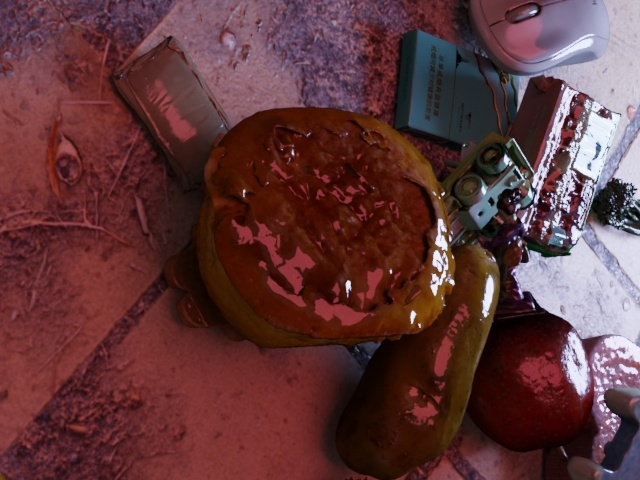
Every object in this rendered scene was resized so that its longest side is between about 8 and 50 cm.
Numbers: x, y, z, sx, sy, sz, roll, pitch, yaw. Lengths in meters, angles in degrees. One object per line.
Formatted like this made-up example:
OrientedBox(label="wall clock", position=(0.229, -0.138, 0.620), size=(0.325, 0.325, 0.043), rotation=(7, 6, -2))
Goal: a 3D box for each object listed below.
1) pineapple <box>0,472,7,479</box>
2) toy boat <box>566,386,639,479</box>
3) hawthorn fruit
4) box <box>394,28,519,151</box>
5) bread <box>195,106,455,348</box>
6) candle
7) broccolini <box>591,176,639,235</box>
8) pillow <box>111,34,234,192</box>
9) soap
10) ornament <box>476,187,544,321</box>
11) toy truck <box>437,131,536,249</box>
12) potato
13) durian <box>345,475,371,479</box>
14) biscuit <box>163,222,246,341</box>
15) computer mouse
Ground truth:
OrientedBox(label="pineapple", position=(-0.468, 0.368, 1.497), size=(0.286, 0.209, 0.344), rotation=(44, 28, 9))
OrientedBox(label="toy boat", position=(0.516, 0.358, 2.106), size=(0.330, 0.123, 0.215), rotation=(30, 82, -23))
OrientedBox(label="hawthorn fruit", position=(0.316, 0.228, 2.071), size=(0.215, 0.215, 0.250), rotation=(-32, 105, -37))
OrientedBox(label="box", position=(0.222, -0.226, 2.178), size=(0.229, 0.041, 0.162), rotation=(15, 74, -35))
OrientedBox(label="bread", position=(-0.003, -0.001, 1.798), size=(0.358, 0.204, 0.337), rotation=(3, 59, -28))
OrientedBox(label="candle", position=(0.494, 0.319, 2.225), size=(0.287, 0.131, 0.317), rotation=(12, 75, -37))
OrientedBox(label="broccolini", position=(0.544, -0.041, 2.391), size=(0.202, 0.068, 0.091), rotation=(34, 74, -44))
OrientedBox(label="pillow", position=(-0.186, -0.167, 1.854), size=(0.119, 0.053, 0.208), rotation=(-38, 104, -32))
OrientedBox(label="soap", position=(0.375, -0.117, 2.191), size=(0.218, 0.098, 0.273), rotation=(22, 86, -34))
OrientedBox(label="ornament", position=(0.271, 0.017, 2.024), size=(0.081, 0.088, 0.203), rotation=(-14, 117, -5))
OrientedBox(label="toy truck", position=(0.196, -0.045, 2.059), size=(0.259, 0.135, 0.128), rotation=(-50, 137, -8))
OrientedBox(label="potato", position=(0.153, 0.171, 1.926), size=(0.369, 0.176, 0.195), rotation=(-63, 145, -11))
OrientedBox(label="durian", position=(0.069, 0.421, 1.871), size=(0.198, 0.146, 0.159), rotation=(40, 62, -20))
OrientedBox(label="biscuit", position=(-0.088, 0.042, 1.891), size=(0.288, 0.044, 0.202), rotation=(-23, 89, -36))
OrientedBox(label="computer mouse", position=(0.380, -0.367, 2.253), size=(0.297, 0.121, 0.184), rotation=(-7, 72, -44))
